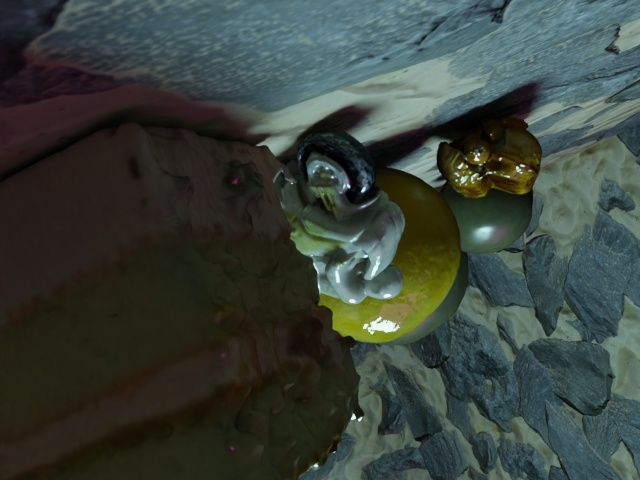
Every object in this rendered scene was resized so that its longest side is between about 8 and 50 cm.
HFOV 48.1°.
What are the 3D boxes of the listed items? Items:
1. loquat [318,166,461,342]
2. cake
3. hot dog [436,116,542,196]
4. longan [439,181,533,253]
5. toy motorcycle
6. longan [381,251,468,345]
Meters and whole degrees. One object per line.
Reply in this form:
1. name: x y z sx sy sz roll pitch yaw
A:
1. loquat: 0.080 0.010 1.111 0.275 0.274 0.275 -22 175 -2
2. cake: -0.155 0.086 0.643 0.293 0.306 0.314 -21 175 13
3. hot dog: 0.285 -0.139 1.193 0.159 0.116 0.349 -4 178 17
4. longan: 0.391 -0.080 1.676 0.248 0.248 0.248 -22 175 -2
5. toy motorcycle: 0.000 0.000 0.908 0.341 0.223 0.107 -32 -163 53
6. longan: 0.194 0.085 1.893 0.405 0.404 0.336 -23 139 8
